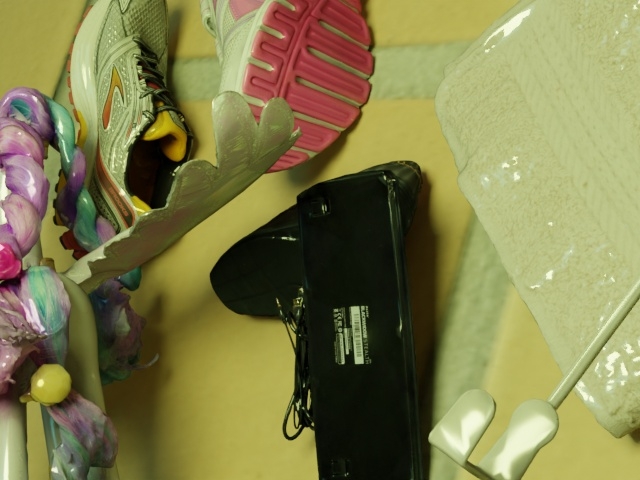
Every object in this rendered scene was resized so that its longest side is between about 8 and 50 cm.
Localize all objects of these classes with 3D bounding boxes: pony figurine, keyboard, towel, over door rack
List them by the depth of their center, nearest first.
[{"bbox_3d":[0.240,0.047,0.643,0.324,0.108,0.239,-46,52,-12],"label":"over door rack"},{"bbox_3d":[0.171,-0.053,0.861,0.187,0.049,0.282,-43,45,21],"label":"towel"},{"bbox_3d":[0.021,0.057,0.941,0.100,0.038,0.192,-6,86,36],"label":"keyboard"},{"bbox_3d":[-0.184,0.050,0.980,0.351,0.303,0.363,157,109,-70],"label":"pony figurine"}]

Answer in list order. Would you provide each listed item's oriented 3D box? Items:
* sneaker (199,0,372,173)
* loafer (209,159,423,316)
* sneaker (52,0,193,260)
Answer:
[{"bbox_3d":[-0.029,-0.154,1.088,0.111,0.103,0.252,-15,53,45],"label":"sneaker"},{"bbox_3d":[0.000,0.000,1.008,0.170,0.062,0.061,-25,14,35],"label":"loafer"},{"bbox_3d":[-0.132,-0.092,1.172,0.093,0.088,0.225,-10,70,34],"label":"sneaker"}]
